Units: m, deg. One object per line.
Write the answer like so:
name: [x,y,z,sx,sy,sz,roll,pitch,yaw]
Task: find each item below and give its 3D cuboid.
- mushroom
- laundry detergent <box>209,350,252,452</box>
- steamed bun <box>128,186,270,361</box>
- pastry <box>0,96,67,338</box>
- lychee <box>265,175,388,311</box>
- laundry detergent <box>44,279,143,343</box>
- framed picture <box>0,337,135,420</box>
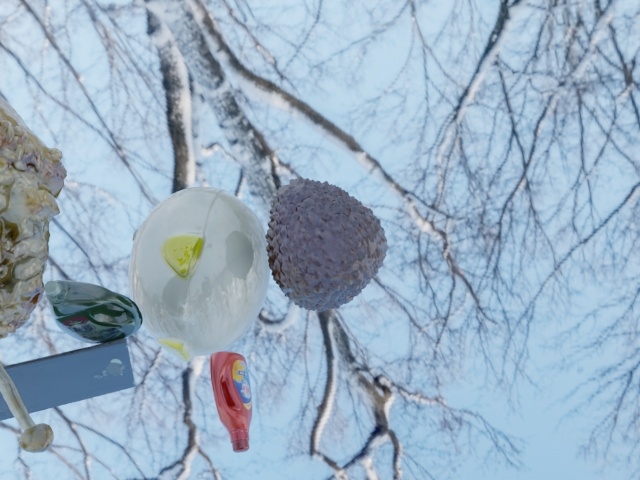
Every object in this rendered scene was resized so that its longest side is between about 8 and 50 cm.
mushroom: [-0.448,0.152,1.025,0.043,0.306,0.068,-47,180,11]
laundry detergent: [-0.147,0.273,1.375,0.049,0.097,0.165,-22,-116,23]
steamed bun: [-0.262,0.069,1.782,0.334,0.373,0.334,5,-152,-3]
pastry: [-0.380,-0.011,0.796,0.162,0.255,0.310,15,-91,45]
lychee: [0.000,0.000,1.605,0.271,0.271,0.271,-14,-134,15]
laundry detergent: [-0.394,0.113,1.388,0.137,0.211,0.063,-11,-117,9]
framed picture: [-0.497,0.258,1.448,0.324,0.244,0.013,-12,-116,-15]
